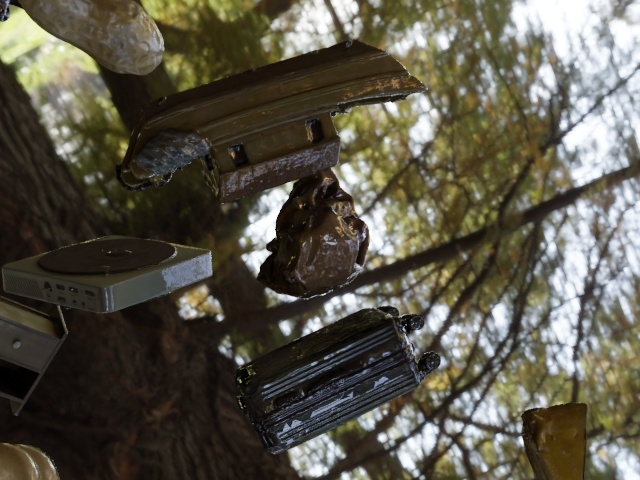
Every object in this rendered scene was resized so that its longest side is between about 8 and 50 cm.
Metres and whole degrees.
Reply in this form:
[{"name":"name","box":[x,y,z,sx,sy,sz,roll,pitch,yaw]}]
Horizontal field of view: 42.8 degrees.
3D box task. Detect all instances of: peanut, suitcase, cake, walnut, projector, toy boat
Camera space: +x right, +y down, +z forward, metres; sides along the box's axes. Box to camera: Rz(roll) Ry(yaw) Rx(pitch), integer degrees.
[{"name":"peanut","box":[-0.232,-0.228,0.836,0.080,0.174,0.080,-20,-120,38]},{"name":"suitcase","box":[0.019,0.214,1.305,0.312,0.128,0.202,-23,-175,-10]},{"name":"cake","box":[0.381,0.341,1.261,0.116,0.185,0.080,-20,160,-14]},{"name":"walnut","box":[-0.006,0.011,1.305,0.204,0.141,0.238,-56,-162,25]},{"name":"projector","box":[-0.359,0.058,1.393,0.257,0.079,0.259,7,-165,33]},{"name":"toy boat","box":[-0.057,-0.160,1.121,0.445,0.162,0.136,-23,-176,-21]}]

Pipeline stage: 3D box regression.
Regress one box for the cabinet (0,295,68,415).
[{"name":"cabinet","box":[-0.668,0.223,1.710,0.215,0.175,0.148,-57,-147,4]}]

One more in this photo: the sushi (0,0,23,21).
[{"name":"sushi","box":[-0.458,-0.424,1.154,0.227,0.212,0.215,-25,-179,27]}]

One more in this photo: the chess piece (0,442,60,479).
[{"name":"chess piece","box":[-0.453,0.268,0.893,0.139,0.307,0.124,37,-85,37]}]
